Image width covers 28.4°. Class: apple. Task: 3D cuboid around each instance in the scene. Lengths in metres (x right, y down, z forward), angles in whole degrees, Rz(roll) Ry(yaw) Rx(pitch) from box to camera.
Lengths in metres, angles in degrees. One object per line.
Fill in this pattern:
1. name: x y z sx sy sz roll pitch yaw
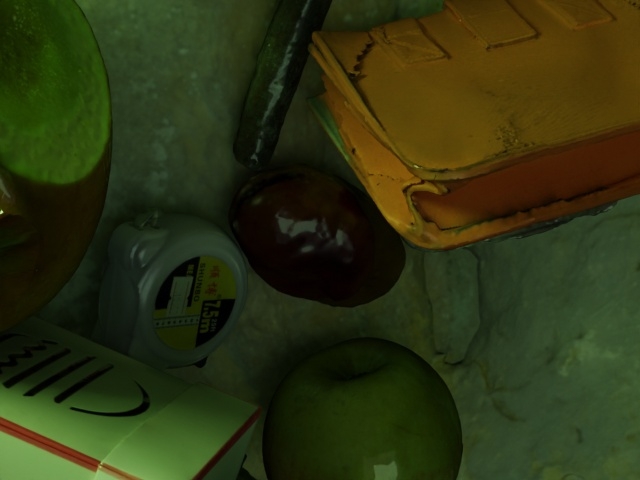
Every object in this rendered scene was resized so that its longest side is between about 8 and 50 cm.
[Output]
1. apple: -0.367 -0.093 1.159 0.374 0.374 0.384 -8 123 -16
2. apple: 0.049 0.235 1.509 0.260 0.261 0.194 -16 113 -12

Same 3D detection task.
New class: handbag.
1. handbag: 0.220 -0.156 1.355 0.410 0.303 0.116 -16 135 -17

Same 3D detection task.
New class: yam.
1. yam: -0.037 -0.208 1.390 0.061 0.061 0.274 13 110 -24

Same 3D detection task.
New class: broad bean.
1. broad bean: -0.001 0.003 1.460 0.228 0.122 0.156 38 102 -28

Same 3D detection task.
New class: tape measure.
1. tape measure: -0.173 0.060 1.431 0.178 0.105 0.196 2 106 -44

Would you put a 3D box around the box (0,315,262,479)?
1. box: -0.271 0.279 1.238 0.300 0.314 0.312 21 101 8

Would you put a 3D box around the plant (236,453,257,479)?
1. plant: -0.215 0.272 1.434 0.333 0.251 0.180 37 82 -31

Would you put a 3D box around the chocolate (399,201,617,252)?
1. chocolate: 0.222 -0.095 1.506 0.303 0.100 0.185 -12 128 -11
